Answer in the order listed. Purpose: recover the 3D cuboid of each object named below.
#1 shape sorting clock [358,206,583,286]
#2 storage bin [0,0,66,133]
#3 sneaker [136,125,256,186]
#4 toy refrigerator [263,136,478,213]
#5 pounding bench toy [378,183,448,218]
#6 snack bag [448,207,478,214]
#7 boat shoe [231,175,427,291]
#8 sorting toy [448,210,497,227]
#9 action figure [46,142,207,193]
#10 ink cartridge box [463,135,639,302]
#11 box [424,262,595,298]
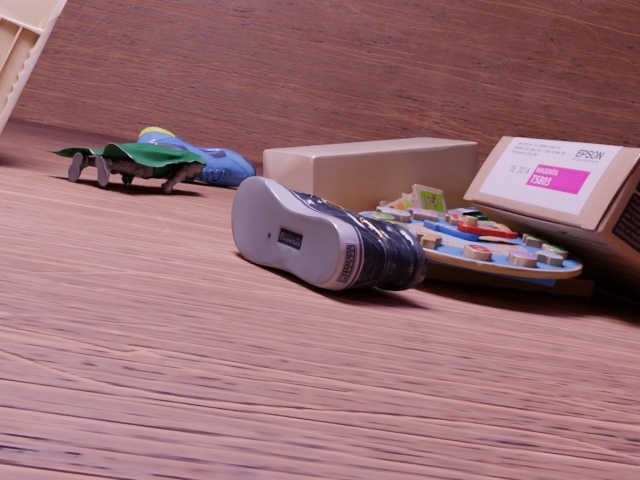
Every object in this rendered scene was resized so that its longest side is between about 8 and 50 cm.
[{"bbox_3d":[0.130,-0.002,0.793,0.206,0.040,0.206,10,7,-1],"label":"shape sorting clock"},{"bbox_3d":[-0.473,-0.237,1.152,0.123,0.261,0.262,28,-5,-36],"label":"storage bin"},{"bbox_3d":[-0.202,-0.117,1.444,0.209,0.069,0.082,17,36,-25],"label":"sneaker"},{"bbox_3d":[0.067,-0.072,1.104,0.269,0.094,0.102,-9,14,-37],"label":"toy refrigerator"},{"bbox_3d":[0.110,-0.012,1.026,0.052,0.083,0.065,8,-25,-44],"label":"pounding bench toy"},{"bbox_3d":[0.191,-0.054,1.490,0.342,0.037,0.323,8,0,0],"label":"snack bag"},{"bbox_3d":[0.000,0.000,0.684,0.083,0.065,0.183,10,11,-33],"label":"boat shoe"},{"bbox_3d":[0.234,-0.026,1.217,0.307,0.041,0.229,4,4,10],"label":"sorting toy"},{"bbox_3d":[-0.224,-0.098,1.163,0.137,0.064,0.232,12,10,28],"label":"action figure"},{"bbox_3d":[0.282,-0.013,0.861,0.193,0.088,0.234,33,-2,-21],"label":"ink cartridge box"},{"bbox_3d":[0.141,0.022,0.883,0.201,0.021,0.164,7,7,-23],"label":"box"}]
